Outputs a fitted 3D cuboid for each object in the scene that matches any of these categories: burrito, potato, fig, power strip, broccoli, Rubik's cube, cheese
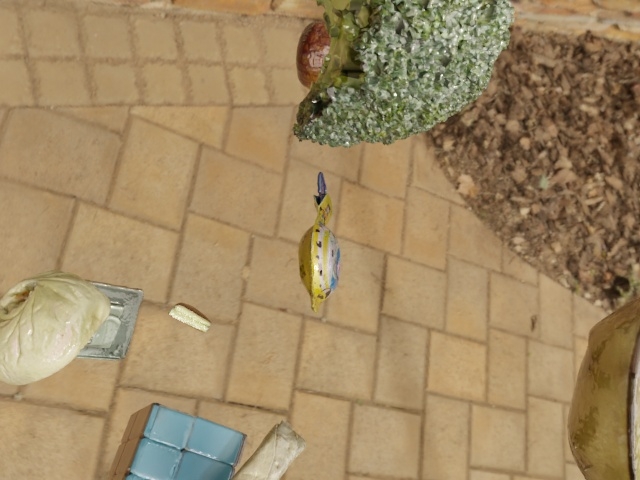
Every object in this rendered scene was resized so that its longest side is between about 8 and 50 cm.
[{"bbox_3d":[-0.138,0.490,1.208,0.082,0.059,0.275,38,56,16],"label":"burrito"},{"bbox_3d":[0.362,0.183,0.672,0.239,0.115,0.299,-28,112,-30],"label":"potato"},{"bbox_3d":[0.049,-0.373,1.231,0.201,0.134,0.146,18,78,3],"label":"fig"},{"bbox_3d":[-0.504,0.182,1.267,0.213,0.064,0.199,9,113,-26],"label":"power strip"},{"bbox_3d":[0.031,-0.260,0.623,0.221,0.252,0.362,-22,55,-2],"label":"broccoli"},{"bbox_3d":[-0.330,0.511,1.295,0.231,0.221,0.225,26,58,-19],"label":"Rubik's cube"},{"bbox_3d":[0.000,0.000,1.018,0.064,0.157,0.250,-2,66,8],"label":"cheese"}]

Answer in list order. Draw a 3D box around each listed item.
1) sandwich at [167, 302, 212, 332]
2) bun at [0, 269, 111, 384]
[{"bbox_3d":[-0.243,0.137,1.083,0.083,0.044,0.031,38,88,-29],"label":"sandwich"},{"bbox_3d":[-0.520,0.144,1.090,0.244,0.243,0.153,-44,118,-33],"label":"bun"}]
